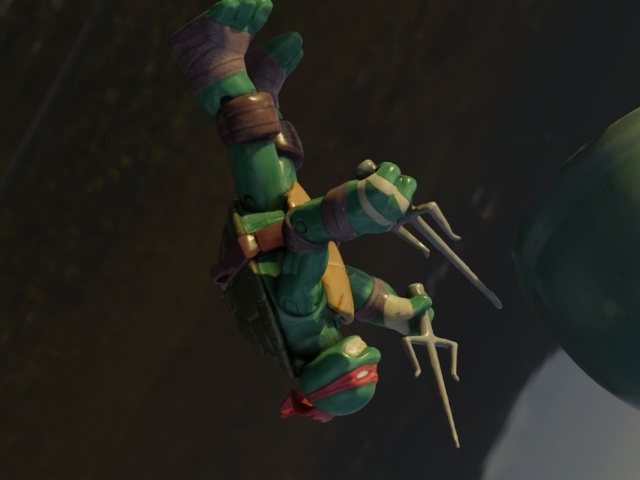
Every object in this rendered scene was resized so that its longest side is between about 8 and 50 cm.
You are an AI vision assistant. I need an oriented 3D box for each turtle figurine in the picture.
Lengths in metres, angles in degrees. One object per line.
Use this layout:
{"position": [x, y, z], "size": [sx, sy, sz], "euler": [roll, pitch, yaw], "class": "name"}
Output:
{"position": [0.000, 0.000, 0.917], "size": [0.118, 0.234, 0.175], "euler": [-22, 166, -9], "class": "turtle figurine"}

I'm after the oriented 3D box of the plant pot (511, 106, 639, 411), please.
{"position": [0.321, 0.039, 1.408], "size": [0.293, 0.196, 0.293], "euler": [-17, 143, -13], "class": "plant pot"}
